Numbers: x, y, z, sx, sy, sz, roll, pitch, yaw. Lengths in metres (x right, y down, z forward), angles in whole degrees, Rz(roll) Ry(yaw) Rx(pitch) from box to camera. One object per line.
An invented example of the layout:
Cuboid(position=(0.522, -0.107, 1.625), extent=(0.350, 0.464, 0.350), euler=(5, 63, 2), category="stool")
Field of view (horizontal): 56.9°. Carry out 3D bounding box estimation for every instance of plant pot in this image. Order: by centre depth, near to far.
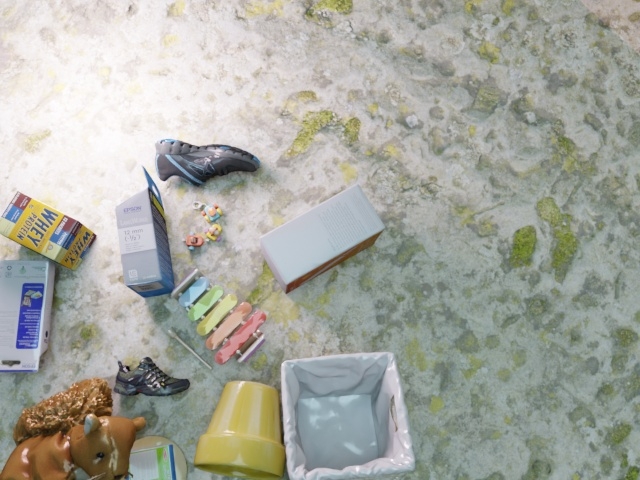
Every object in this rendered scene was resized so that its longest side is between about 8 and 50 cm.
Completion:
Cuboid(position=(-0.215, 0.543, 1.699), extent=(0.253, 0.254, 0.239), euler=(9, 60, -2), category="plant pot")

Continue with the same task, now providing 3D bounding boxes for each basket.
Cuboid(position=(0.056, 0.516, 1.641), extent=(0.331, 0.266, 0.328), euler=(-3, 55, -8), category="basket")

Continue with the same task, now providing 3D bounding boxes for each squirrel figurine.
Cuboid(position=(-0.664, 0.546, 1.599), extent=(0.370, 0.281, 0.397), euler=(-40, 51, 20), category="squirrel figurine")

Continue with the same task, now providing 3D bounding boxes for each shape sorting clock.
Cuboid(position=(-0.496, 0.683, 1.734), extent=(0.206, 0.040, 0.206), euler=(1, 73, -4), category="shape sorting clock")

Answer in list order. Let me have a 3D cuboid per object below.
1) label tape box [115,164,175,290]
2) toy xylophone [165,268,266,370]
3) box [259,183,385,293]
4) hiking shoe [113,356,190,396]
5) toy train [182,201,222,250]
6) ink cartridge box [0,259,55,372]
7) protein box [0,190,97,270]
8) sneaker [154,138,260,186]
Cuboid(position=(-0.533, -0.019, 1.788), extent=(0.115, 0.249, 0.348), euler=(-12, 78, -7), category="label tape box")
Cuboid(position=(-0.331, 0.258, 1.826), extent=(0.322, 0.081, 0.236), euler=(35, 77, 4), category="toy xylophone")
Cuboid(position=(0.000, 0.000, 1.842), extent=(0.345, 0.215, 0.168), euler=(-29, 81, -10), category="box")
Cuboid(position=(-0.505, 0.408, 1.775), extent=(0.226, 0.086, 0.114), euler=(1, 80, -3), category="hiking shoe")
Cuboid(position=(-0.380, -0.050, 1.912), extent=(0.125, 0.046, 0.166), euler=(6, 77, -3), category="toy train")
Cuboid(position=(-0.893, 0.225, 1.756), extent=(0.165, 0.065, 0.333), euler=(2, 76, -4), category="ink cartridge box")
Cuboid(position=(-0.826, -0.023, 1.792), extent=(0.201, 0.200, 0.136), euler=(26, 77, 1), category="protein box")
Cuboid(position=(-0.370, -0.248, 1.941), extent=(0.340, 0.125, 0.140), euler=(6, 104, -6), category="sneaker")
